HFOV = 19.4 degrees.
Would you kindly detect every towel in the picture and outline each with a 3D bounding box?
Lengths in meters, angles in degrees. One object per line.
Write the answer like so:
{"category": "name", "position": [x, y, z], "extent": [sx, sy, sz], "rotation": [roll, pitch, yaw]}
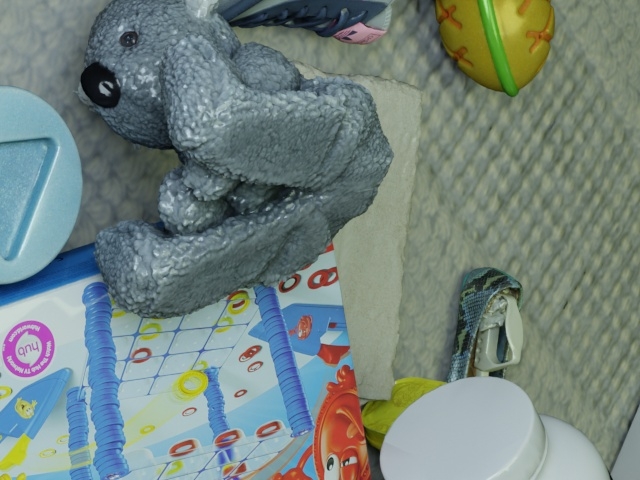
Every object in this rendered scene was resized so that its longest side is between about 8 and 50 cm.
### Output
{"category": "towel", "position": [0.000, 0.000, 1.522], "extent": [0.187, 0.049, 0.282], "rotation": [5, 93, -47]}

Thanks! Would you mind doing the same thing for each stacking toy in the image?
{"category": "stacking toy", "position": [-0.279, -0.097, 1.178], "extent": [0.279, 0.130, 0.309], "rotation": [-23, 110, -41]}

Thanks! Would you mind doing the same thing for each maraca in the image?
{"category": "maraca", "position": [0.144, -0.212, 1.601], "extent": [0.127, 0.099, 0.185], "rotation": [-80, 155, -68]}

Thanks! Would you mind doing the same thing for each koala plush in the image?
{"category": "koala plush", "position": [-0.084, -0.090, 1.280], "extent": [0.203, 0.221, 0.196], "rotation": [-11, 136, -40]}

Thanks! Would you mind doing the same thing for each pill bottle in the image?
{"category": "pill bottle", "position": [0.167, 0.263, 1.473], "extent": [0.181, 0.181, 0.323], "rotation": [-50, 128, -29]}

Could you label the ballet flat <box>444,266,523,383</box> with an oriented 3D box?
{"category": "ballet flat", "position": [0.147, 0.119, 1.669], "extent": [0.070, 0.070, 0.188], "rotation": [3, 92, -45]}

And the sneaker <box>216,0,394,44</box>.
{"category": "sneaker", "position": [-0.001, -0.198, 1.455], "extent": [0.319, 0.112, 0.131], "rotation": [-33, 114, -36]}

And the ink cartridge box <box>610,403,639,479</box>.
{"category": "ink cartridge box", "position": [0.397, 0.250, 1.911], "extent": [0.218, 0.092, 0.158], "rotation": [43, 65, -40]}

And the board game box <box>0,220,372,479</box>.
{"category": "board game box", "position": [-0.116, 0.148, 1.360], "extent": [0.308, 0.086, 0.302], "rotation": [-20, 108, -31]}

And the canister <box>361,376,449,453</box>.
{"category": "canister", "position": [0.118, 0.209, 1.609], "extent": [0.073, 0.126, 0.170], "rotation": [-44, 125, -32]}
